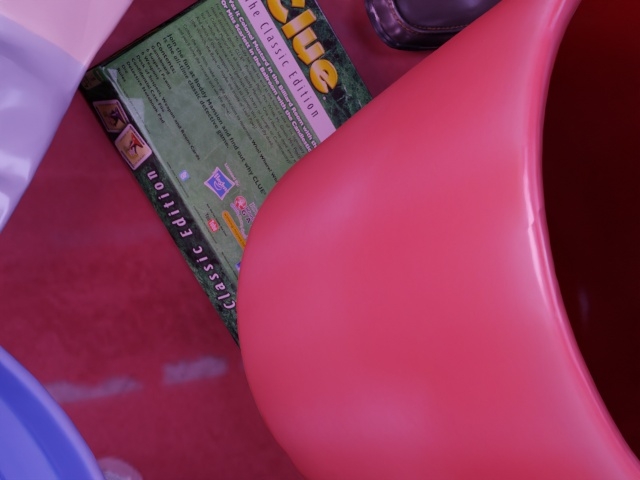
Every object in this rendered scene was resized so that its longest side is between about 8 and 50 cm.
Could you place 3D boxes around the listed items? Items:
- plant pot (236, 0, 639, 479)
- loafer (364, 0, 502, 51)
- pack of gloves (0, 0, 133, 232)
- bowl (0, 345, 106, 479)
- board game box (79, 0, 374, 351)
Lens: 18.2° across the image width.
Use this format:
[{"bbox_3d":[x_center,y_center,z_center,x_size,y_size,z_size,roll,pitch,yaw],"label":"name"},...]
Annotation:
[{"bbox_3d":[0.108,0.021,0.874,0.275,0.243,0.275,11,72,-36],"label":"plant pot"},{"bbox_3d":[0.094,-0.147,1.057,0.170,0.061,0.062,-30,98,-38],"label":"loafer"},{"bbox_3d":[-0.194,-0.101,0.851,0.195,0.046,0.232,33,57,-13],"label":"pack of gloves"},{"bbox_3d":[-0.213,0.200,0.675,0.391,0.077,0.391,5,83,-49],"label":"bowl"},{"bbox_3d":[0.000,0.000,0.970,0.136,0.030,0.260,-37,102,-35],"label":"board game box"}]
